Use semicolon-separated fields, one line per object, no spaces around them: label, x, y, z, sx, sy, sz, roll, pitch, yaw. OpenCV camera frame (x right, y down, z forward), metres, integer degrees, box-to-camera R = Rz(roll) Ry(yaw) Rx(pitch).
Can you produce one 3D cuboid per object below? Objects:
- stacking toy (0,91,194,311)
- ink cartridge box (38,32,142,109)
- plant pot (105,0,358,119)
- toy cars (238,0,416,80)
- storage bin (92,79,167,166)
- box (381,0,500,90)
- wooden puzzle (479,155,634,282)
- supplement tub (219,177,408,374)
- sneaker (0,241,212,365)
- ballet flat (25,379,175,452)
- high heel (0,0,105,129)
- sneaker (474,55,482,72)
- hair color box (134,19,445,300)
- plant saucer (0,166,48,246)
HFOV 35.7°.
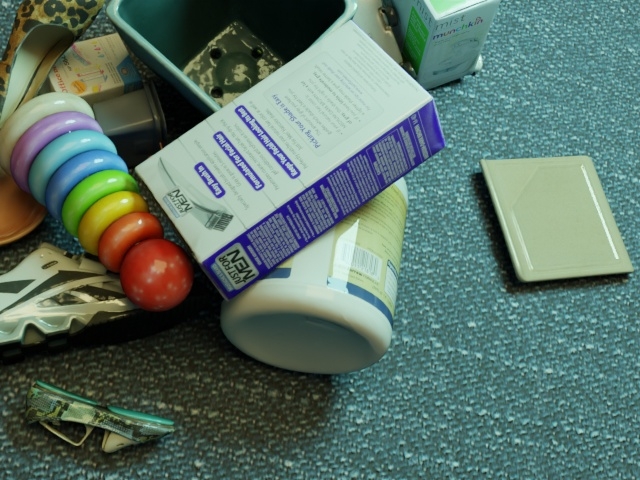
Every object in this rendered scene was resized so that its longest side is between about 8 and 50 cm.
stacking toy;-0.273;-0.036;1.258;0.141;0.141;0.330;-28;63;-29
ink cartridge box;-0.346;-0.225;1.443;0.143;0.090;0.092;-21;71;-27
plant pot;-0.124;-0.284;1.441;0.248;0.252;0.247;42;79;6
toy cars;-0.004;-0.352;1.625;0.393;0.087;0.176;28;95;-4
storage bin;-0.269;-0.150;1.413;0.091;0.135;0.098;-15;69;-13
box;0.166;-0.417;1.625;0.127;0.231;0.262;-23;73;-11
wooden puzzle;0.382;-0.036;1.625;0.238;0.044;0.221;-2;64;-25
supplement tub;0.000;0.000;1.361;0.228;0.228;0.316;16;59;-10
sneaker;-0.306;0.061;1.286;0.330;0.122;0.146;-7;68;-23
ballet flat;-0.280;0.231;1.250;0.188;0.070;0.070;18;59;-7
high heel;-0.371;-0.218;1.322;0.093;0.261;0.186;27;43;-58
sneaker;0.247;-0.342;1.738;0.043;0.040;0.109;-9;66;-21
hair color box;-0.037;-0.103;1.234;0.339;0.110;0.185;-34;55;-6
plant saucer;-0.464;-0.074;1.355;0.200;0.037;0.200;8;62;-14
